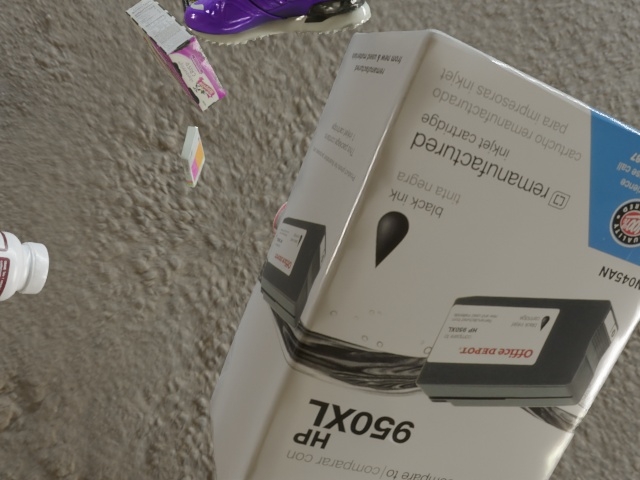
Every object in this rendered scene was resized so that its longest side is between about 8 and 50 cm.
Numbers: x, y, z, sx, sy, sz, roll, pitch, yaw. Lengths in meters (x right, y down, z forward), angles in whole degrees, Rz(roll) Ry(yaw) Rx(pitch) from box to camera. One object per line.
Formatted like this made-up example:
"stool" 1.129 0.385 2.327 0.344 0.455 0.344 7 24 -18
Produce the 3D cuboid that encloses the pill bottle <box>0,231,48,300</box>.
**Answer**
"pill bottle" -0.409 0.028 0.649 0.152 0.086 0.086 10 88 -47

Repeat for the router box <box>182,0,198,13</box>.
"router box" -0.329 -0.728 1.559 0.133 0.046 0.178 -11 85 7

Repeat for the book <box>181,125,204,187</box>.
"book" -0.330 -0.212 1.431 0.035 0.144 0.096 9 65 -3

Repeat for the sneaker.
"sneaker" -0.077 -0.382 0.815 0.294 0.102 0.146 1 133 18

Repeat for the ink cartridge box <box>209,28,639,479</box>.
"ink cartridge box" 0.101 0.060 0.498 0.286 0.166 0.394 17 104 -20

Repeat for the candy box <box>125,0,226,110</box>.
"candy box" -0.312 -0.404 1.196 0.071 0.159 0.233 -37 54 -7

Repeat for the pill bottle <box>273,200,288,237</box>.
"pill bottle" 0.000 0.000 1.260 0.162 0.283 0.161 -5 107 -18
